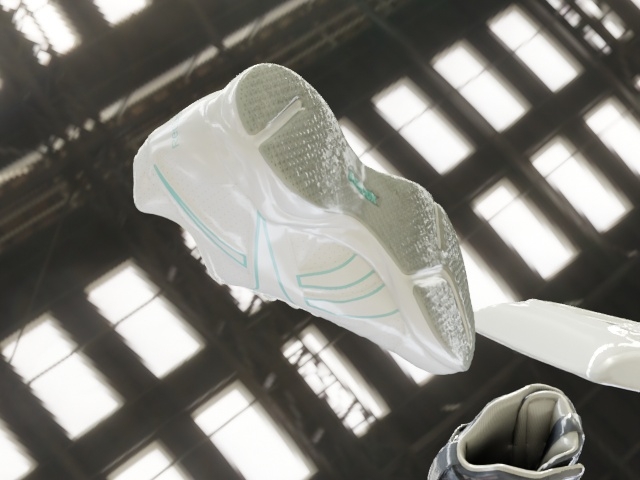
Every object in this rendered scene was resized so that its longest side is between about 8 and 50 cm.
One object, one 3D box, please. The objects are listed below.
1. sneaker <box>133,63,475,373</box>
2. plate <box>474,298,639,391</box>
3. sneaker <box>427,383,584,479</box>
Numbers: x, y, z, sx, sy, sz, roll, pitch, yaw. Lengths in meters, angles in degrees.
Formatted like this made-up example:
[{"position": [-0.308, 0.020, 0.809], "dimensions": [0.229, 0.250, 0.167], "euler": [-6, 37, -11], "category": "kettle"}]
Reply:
[{"position": [0.000, 0.000, 0.475], "dimensions": [0.152, 0.061, 0.053], "euler": [43, -141, -38], "category": "sneaker"}, {"position": [0.290, 0.100, 1.185], "dimensions": [0.278, 0.277, 0.045], "euler": [14, -89, -16], "category": "plate"}, {"position": [0.170, 0.182, 0.945], "dimensions": [0.226, 0.163, 0.086], "euler": [11, -145, -17], "category": "sneaker"}]
